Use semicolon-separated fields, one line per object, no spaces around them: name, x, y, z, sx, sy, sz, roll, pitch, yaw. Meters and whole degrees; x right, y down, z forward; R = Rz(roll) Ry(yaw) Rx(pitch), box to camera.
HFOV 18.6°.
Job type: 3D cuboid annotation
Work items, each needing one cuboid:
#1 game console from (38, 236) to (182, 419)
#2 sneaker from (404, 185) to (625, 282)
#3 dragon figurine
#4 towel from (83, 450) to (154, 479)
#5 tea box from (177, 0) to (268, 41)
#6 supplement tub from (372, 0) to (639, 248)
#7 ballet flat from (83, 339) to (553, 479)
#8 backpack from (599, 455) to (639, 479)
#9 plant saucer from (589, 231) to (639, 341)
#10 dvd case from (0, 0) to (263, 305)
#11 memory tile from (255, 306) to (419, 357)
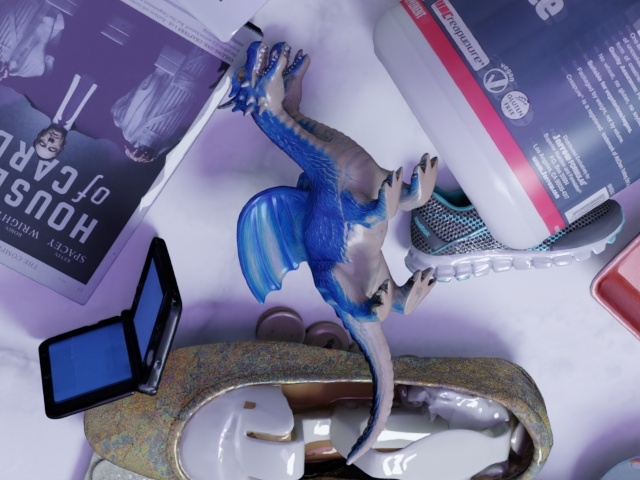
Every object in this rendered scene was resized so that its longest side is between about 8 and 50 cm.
game console;-0.149;0.060;1.370;0.071;0.122;0.107;12;110;-17
sneaker;0.142;-0.019;1.428;0.166;0.065;0.076;-10;111;-8
dragon figurine;0.000;0.000;1.365;0.144;0.085;0.289;13;115;31
towel;-0.115;0.212;1.497;0.148;0.027;0.110;10;112;-15
tea box;-0.112;-0.334;1.094;0.220;0.323;0.329;-45;115;10
supplement tub;0.190;-0.137;1.313;0.272;0.191;0.191;-33;115;4
ballet flat;0.005;0.140;1.426;0.348;0.123;0.123;1;113;-11
backpack;0.283;0.265;1.532;0.165;0.144;0.188;1;107;-17
plant saucer;0.370;0.016;1.494;0.258;0.048;0.259;41;100;-23
dvd case;-0.178;-0.091;1.352;0.179;0.029;0.239;29;104;-20
memory tile;0.004;0.117;1.486;0.148;0.012;0.113;21;107;-18
